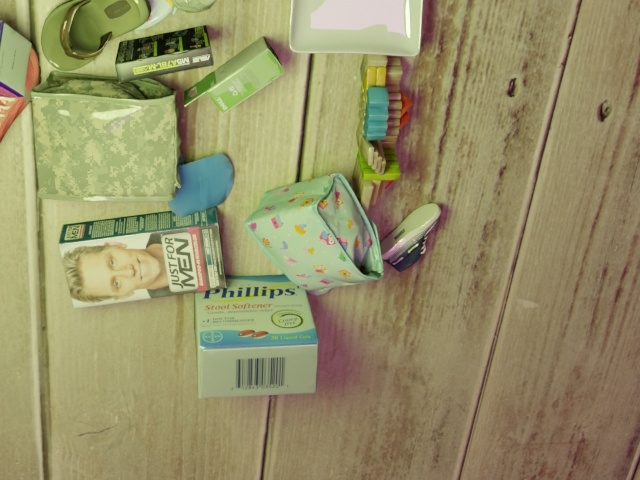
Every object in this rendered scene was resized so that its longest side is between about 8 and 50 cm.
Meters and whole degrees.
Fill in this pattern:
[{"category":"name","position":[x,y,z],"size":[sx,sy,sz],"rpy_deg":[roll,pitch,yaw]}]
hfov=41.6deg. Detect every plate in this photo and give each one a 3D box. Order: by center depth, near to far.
[{"category":"plate","position":[0.074,-0.520,1.707],"size":[0.277,0.045,0.277],"rpy_deg":[-1,109,-10]}]

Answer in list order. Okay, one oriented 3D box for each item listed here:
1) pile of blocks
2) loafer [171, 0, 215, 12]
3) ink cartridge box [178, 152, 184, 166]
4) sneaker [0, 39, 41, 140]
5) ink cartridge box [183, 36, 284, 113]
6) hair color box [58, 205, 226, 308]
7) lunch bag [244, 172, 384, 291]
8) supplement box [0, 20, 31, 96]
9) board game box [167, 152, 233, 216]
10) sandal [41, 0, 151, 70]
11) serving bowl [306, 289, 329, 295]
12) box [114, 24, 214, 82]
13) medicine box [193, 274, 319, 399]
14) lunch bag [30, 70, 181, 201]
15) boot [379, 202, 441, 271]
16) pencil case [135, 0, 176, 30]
[{"category":"pile of blocks","position":[0.146,-0.238,1.831],"size":[0.112,0.149,0.362],"rpy_deg":[-2,118,-9]},{"category":"loafer","position":[-0.249,-0.587,1.555],"size":[0.112,0.111,0.320],"rpy_deg":[-24,108,-36]},{"category":"ink cartridge box","position":[-0.324,-0.148,1.857],"size":[0.048,0.028,0.083],"rpy_deg":[-5,119,-8]},{"category":"sneaker","position":[-0.650,-0.254,1.677],"size":[0.116,0.136,0.314],"rpy_deg":[26,109,-23]},{"category":"ink cartridge box","position":[-0.181,-0.328,1.743],"size":[0.209,0.109,0.062],"rpy_deg":[-33,118,7]},{"category":"hair color box","position":[-0.395,0.037,1.900],"size":[0.347,0.105,0.174],"rpy_deg":[-8,118,-6]},{"category":"lunch bag","position":[0.000,0.000,1.883],"size":[0.223,0.160,0.262],"rpy_deg":[-13,124,38]},{"category":"supplement box","position":[-0.674,-0.339,1.581],"size":[0.220,0.114,0.111],"rpy_deg":[3,81,11]},{"category":"board game box","position":[-0.272,-0.128,1.860],"size":[0.168,0.033,0.133],"rpy_deg":[-21,133,-28]},{"category":"sandal","position":[-0.447,-0.404,1.605],"size":[0.302,0.086,0.120],"rpy_deg":[-18,127,41]},{"category":"serving bowl","position":[-0.005,0.101,2.052],"size":[0.083,0.027,0.083],"rpy_deg":[-5,118,-9]},{"category":"box","position":[-0.305,-0.368,1.652],"size":[0.184,0.191,0.045],"rpy_deg":[-10,117,-6]},{"category":"medicine box","position":[-0.155,0.213,1.933],"size":[0.263,0.289,0.149],"rpy_deg":[-2,120,-10]},{"category":"lunch bag","position":[-0.422,-0.207,1.716],"size":[0.286,0.169,0.235],"rpy_deg":[5,117,0]},{"category":"boot","position":[0.229,-0.007,2.024],"size":[0.190,0.069,0.086],"rpy_deg":[-39,125,20]},{"category":"pencil case","position":[-0.383,-0.533,1.592],"size":[0.124,0.113,0.273],"rpy_deg":[-28,120,9]}]
